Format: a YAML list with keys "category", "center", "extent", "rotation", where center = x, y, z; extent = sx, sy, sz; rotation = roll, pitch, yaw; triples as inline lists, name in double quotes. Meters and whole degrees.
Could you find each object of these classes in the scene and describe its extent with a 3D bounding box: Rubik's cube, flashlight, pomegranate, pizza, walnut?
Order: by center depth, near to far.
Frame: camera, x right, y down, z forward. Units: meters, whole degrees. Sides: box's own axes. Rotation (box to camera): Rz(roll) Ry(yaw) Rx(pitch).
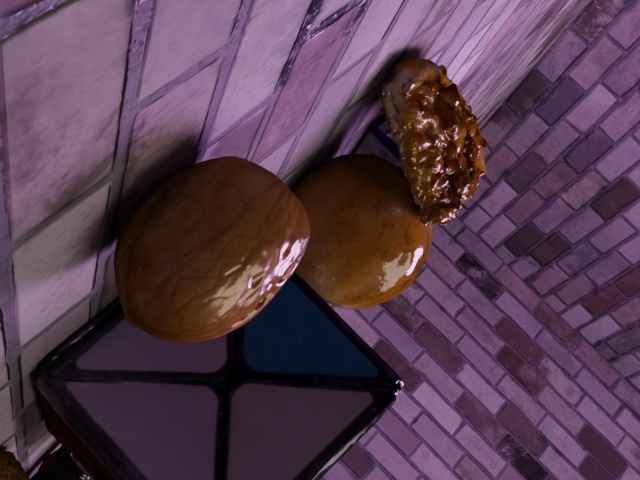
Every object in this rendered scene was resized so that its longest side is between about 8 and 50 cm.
- category: "walnut"
  center: [-0.094, 0.007, 0.726]
  extent: [0.180, 0.144, 0.144]
  rotation: [-39, 173, -12]
- category: "Rubik's cube"
  center: [-0.131, 0.197, 1.044]
  extent: [0.310, 0.305, 0.307]
  rotation: [-40, 170, -26]
- category: "pizza"
  center: [0.170, -0.123, 1.182]
  extent: [0.086, 0.226, 0.335]
  rotation: [-9, 158, 23]
- category: "pomegranate"
  center: [0.051, -0.017, 1.230]
  extent: [0.233, 0.233, 0.233]
  rotation: [-45, 174, -6]
- category: "flashlight"
  center: [-0.418, 0.376, 1.355]
  extent: [0.232, 0.093, 0.093]
  rotation: [-40, 175, 5]

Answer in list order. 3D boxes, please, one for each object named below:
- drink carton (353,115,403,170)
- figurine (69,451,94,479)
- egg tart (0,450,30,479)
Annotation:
- category: "drink carton"
  center: [0.100, -0.090, 1.460]
  extent: [0.106, 0.130, 0.315]
  rotation: [-41, 174, -33]
- category: "figurine"
  center: [-0.225, 0.257, 1.290]
  extent: [0.208, 0.181, 0.257]
  rotation: [-18, -163, 48]
- category: "egg tart"
  center: [-0.404, 0.366, 1.017]
  extent: [0.202, 0.147, 0.202]
  rotation: [-42, 175, -4]
